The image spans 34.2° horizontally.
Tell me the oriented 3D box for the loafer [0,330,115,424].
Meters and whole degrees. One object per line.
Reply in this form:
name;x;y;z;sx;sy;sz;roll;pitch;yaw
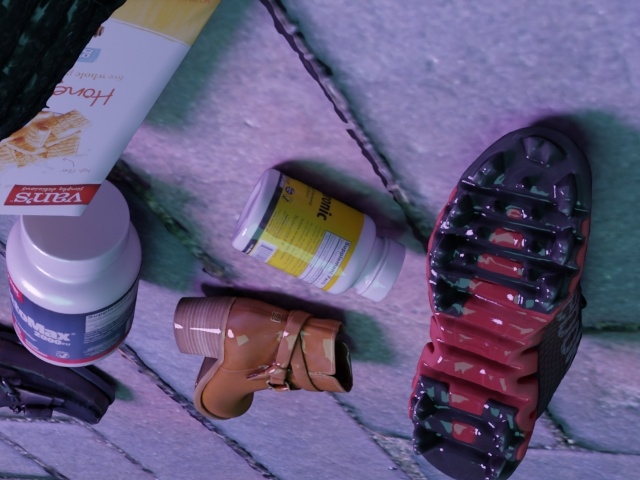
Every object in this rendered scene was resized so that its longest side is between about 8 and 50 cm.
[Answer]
loafer;-0.381;0.146;1.156;0.303;0.095;0.109;30;147;-16

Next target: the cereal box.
cereal box;-0.184;-0.093;0.609;0.173;0.047;0.240;0;149;-34

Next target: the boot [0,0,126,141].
boot;-0.162;-0.205;0.345;0.260;0.131;0.348;-38;125;14

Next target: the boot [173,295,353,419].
boot;-0.043;0.122;0.964;0.152;0.073;0.197;6;149;13

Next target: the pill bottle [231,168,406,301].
pill bottle;0.000;0.000;0.753;0.116;0.065;0.065;26;148;-11

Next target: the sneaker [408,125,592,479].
sneaker;0.131;0.034;0.711;0.098;0.135;0.276;21;127;21

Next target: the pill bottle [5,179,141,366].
pill bottle;-0.204;0.023;0.860;0.108;0.108;0.180;20;148;-1
